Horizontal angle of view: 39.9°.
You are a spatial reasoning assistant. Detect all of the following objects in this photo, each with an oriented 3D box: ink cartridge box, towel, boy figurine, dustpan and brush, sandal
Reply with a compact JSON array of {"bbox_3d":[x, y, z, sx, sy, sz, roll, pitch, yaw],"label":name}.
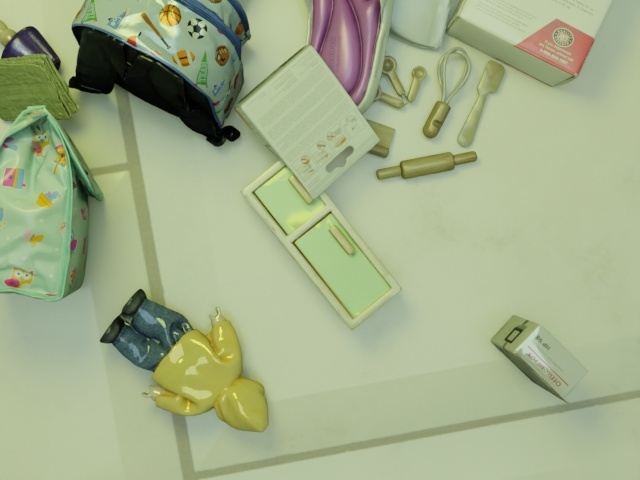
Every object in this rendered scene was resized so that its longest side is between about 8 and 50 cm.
[{"bbox_3d":[0.350,-0.412,1.355,0.207,0.117,0.283,26,90,-3],"label":"ink cartridge box"},{"bbox_3d":[-0.439,-0.226,1.314,0.148,0.027,0.110,-1,131,23],"label":"towel"},{"bbox_3d":[-0.188,0.187,1.348,0.285,0.092,0.177,35,89,-4],"label":"boy figurine"},{"bbox_3d":[0.097,-0.391,1.380,0.211,0.060,0.147,9,103,-9],"label":"dustpan and brush"},{"bbox_3d":[0.333,0.176,1.330,0.104,0.180,0.060,44,88,-3],"label":"ink cartridge box"},{"bbox_3d":[-0.018,-0.174,1.305,0.145,0.045,0.179,-43,111,-12],"label":"ink cartridge box"},{"bbox_3d":[0.033,-0.390,1.313,0.169,0.102,0.417,-1,96,21],"label":"sandal"}]

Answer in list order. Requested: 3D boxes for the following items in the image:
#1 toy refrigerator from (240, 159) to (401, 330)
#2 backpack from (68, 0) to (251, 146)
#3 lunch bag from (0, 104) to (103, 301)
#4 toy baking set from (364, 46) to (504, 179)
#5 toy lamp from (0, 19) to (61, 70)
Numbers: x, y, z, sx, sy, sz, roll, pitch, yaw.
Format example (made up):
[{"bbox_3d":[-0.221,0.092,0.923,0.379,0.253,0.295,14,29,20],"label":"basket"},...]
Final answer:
[{"bbox_3d":[0.000,0.000,1.354,0.102,0.094,0.269,-38,92,-2],"label":"toy refrigerator"},{"bbox_3d":[-0.221,-0.281,1.255,0.276,0.263,0.213,22,89,-2],"label":"backpack"},{"bbox_3d":[-0.402,-0.054,1.268,0.160,0.223,0.262,8,89,-9],"label":"lunch bag"},{"bbox_3d":[0.173,-0.200,1.387,0.256,0.030,0.197,-7,95,-3],"label":"toy baking set"},{"bbox_3d":[-0.515,-0.339,1.334,0.274,0.080,0.080,39,89,0],"label":"toy lamp"}]
